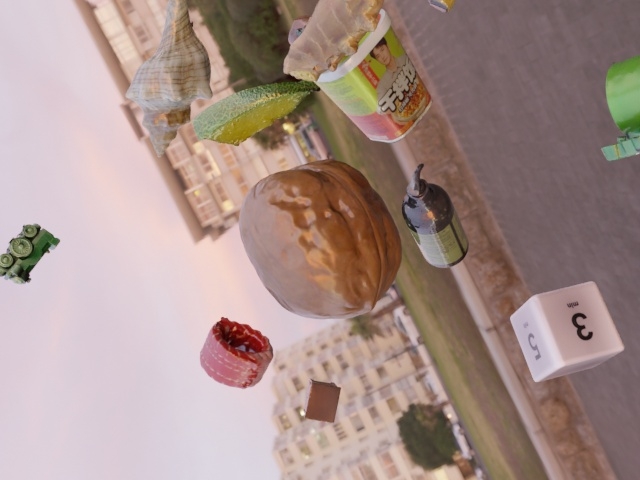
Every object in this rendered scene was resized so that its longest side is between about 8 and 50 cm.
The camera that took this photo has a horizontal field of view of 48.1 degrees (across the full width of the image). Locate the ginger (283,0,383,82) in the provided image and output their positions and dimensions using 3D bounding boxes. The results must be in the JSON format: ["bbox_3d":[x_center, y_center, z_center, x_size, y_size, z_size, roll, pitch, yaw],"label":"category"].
[{"bbox_3d":[0.027,-0.293,0.961,0.115,0.206,0.081,28,-146,9],"label":"ginger"}]

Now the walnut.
[{"bbox_3d":[0.000,0.000,1.633,0.398,0.354,0.308,58,142,21],"label":"walnut"}]

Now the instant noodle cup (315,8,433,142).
[{"bbox_3d":[0.150,-0.460,2.070,0.308,0.294,0.294,46,-168,-30],"label":"instant noodle cup"}]

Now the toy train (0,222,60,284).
[{"bbox_3d":[-0.795,0.038,1.935,0.104,0.178,0.071,37,147,-17],"label":"toy train"}]

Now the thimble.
[{"bbox_3d":[-0.231,0.314,1.974,0.189,0.125,0.163,25,-156,0],"label":"thimble"}]

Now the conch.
[{"bbox_3d":[-0.358,-0.383,1.728,0.170,0.203,0.386,-93,17,-55],"label":"conch"}]

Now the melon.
[{"bbox_3d":[-0.121,-0.249,1.414,0.114,0.261,0.053,53,-159,-47],"label":"melon"}]

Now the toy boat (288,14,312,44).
[{"bbox_3d":[-0.015,-0.514,1.812,0.099,0.109,0.293,29,-163,8],"label":"toy boat"}]

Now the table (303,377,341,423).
[{"bbox_3d":[0.000,0.365,1.655,0.082,0.070,0.083,-175,96,-82],"label":"table"}]

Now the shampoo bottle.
[{"bbox_3d":[0.223,-0.045,1.438,0.284,0.101,0.101,51,-168,-55],"label":"shampoo bottle"}]

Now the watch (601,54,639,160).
[{"bbox_3d":[0.508,-0.216,1.114,0.131,0.165,0.152,-12,94,51],"label":"watch"}]

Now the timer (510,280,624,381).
[{"bbox_3d":[0.645,0.243,1.896,0.194,0.192,0.195,104,152,-66],"label":"timer"}]

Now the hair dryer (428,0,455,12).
[{"bbox_3d":[0.244,-0.500,1.133,0.135,0.279,0.090,24,-175,-46],"label":"hair dryer"}]
